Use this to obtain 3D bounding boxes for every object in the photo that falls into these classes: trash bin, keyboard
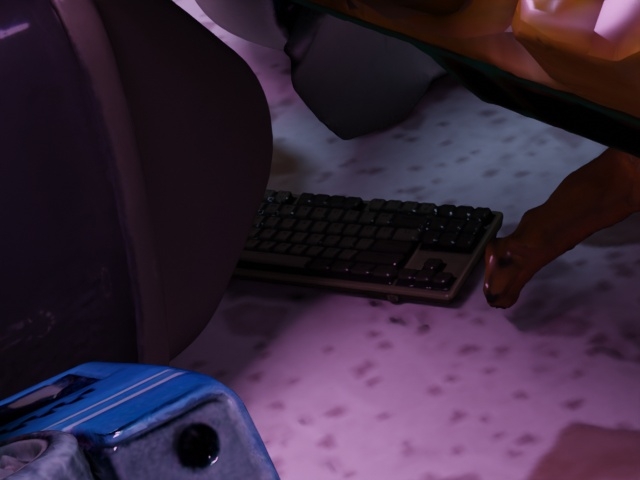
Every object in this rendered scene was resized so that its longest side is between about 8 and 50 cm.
[{"bbox_3d":[-0.176,-0.002,0.527,0.209,0.182,0.290,19,36,41],"label":"trash bin"},{"bbox_3d":[0.000,0.000,0.631,0.129,0.015,0.049,6,37,30],"label":"keyboard"}]

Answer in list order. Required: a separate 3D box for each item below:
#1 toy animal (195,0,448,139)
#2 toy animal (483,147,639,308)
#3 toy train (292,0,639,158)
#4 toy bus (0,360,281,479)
[{"bbox_3d":[0.007,-0.137,0.733,0.166,0.138,0.179,-14,32,-33],"label":"toy animal"},{"bbox_3d":[0.121,-0.073,0.607,0.116,0.114,0.255,-2,31,14],"label":"toy animal"},{"bbox_3d":[0.000,-0.143,0.456,0.429,0.249,0.178,25,85,38],"label":"toy train"},{"bbox_3d":[-0.120,0.122,0.374,0.246,0.113,0.134,-25,12,-19],"label":"toy bus"}]
